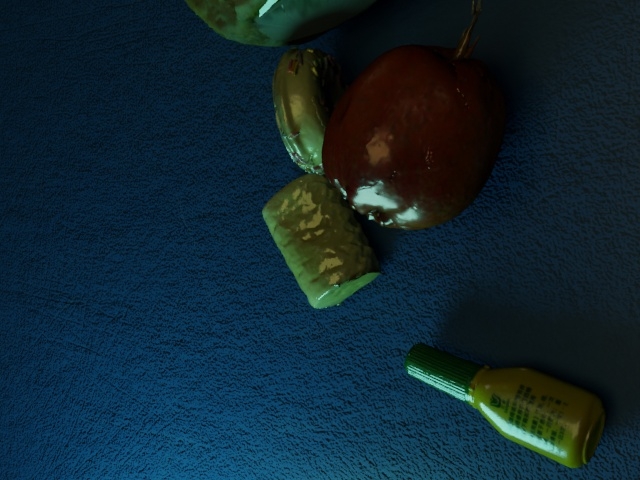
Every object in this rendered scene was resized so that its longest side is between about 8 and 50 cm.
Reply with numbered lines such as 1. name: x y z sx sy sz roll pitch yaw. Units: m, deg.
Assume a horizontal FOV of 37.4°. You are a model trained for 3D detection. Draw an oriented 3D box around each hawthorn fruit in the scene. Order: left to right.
1. hawthorn fruit: 0.127 -0.149 1.135 0.211 0.211 0.299 35 108 30

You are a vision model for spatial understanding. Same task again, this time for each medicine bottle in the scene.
1. medicine bottle: 0.221 0.192 1.176 0.261 0.064 0.094 20 104 34

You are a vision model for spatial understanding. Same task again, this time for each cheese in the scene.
1. cheese: 0.000 0.000 1.310 0.123 0.094 0.167 -39 71 35

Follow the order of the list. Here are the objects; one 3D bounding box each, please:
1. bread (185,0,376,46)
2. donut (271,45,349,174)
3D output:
1. bread: -0.052 -0.383 1.212 0.395 0.239 0.264 -42 70 52
2. donut: -0.003 -0.174 1.252 0.068 0.175 0.174 -11 87 25
